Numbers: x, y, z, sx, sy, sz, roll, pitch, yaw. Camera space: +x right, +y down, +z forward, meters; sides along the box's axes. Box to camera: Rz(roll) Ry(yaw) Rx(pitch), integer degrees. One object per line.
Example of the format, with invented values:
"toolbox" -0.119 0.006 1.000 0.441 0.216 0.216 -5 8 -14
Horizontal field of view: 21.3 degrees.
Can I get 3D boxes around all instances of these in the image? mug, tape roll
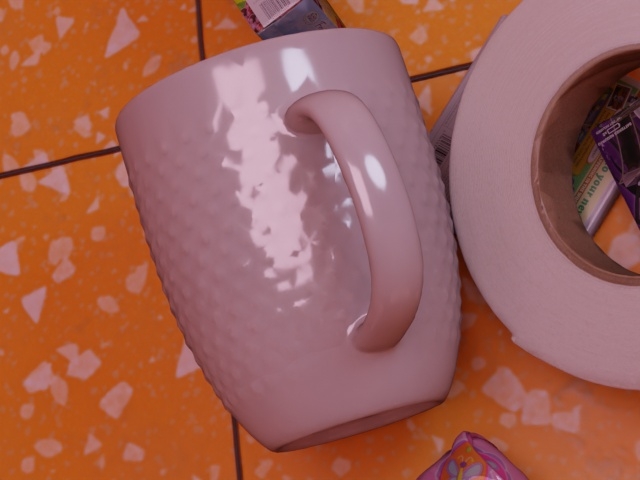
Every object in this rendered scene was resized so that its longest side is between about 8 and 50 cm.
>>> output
"mug" 0.000 0.000 1.501 0.276 0.374 0.328 -13 79 -18
"tape roll" 0.289 -0.063 1.475 0.392 0.072 0.392 -3 85 35

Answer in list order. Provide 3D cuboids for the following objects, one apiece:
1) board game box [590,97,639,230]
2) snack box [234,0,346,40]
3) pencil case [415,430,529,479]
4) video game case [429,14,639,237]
"board game box" 0.417 -0.096 1.454 0.347 0.056 0.208 -35 72 30
"snack box" -0.056 -0.266 1.692 0.070 0.174 0.207 -37 67 7
"pencil case" 0.077 0.303 1.525 0.284 0.124 0.124 -47 65 5
"video game case" 0.200 -0.086 1.629 0.193 0.023 0.212 31 88 25
